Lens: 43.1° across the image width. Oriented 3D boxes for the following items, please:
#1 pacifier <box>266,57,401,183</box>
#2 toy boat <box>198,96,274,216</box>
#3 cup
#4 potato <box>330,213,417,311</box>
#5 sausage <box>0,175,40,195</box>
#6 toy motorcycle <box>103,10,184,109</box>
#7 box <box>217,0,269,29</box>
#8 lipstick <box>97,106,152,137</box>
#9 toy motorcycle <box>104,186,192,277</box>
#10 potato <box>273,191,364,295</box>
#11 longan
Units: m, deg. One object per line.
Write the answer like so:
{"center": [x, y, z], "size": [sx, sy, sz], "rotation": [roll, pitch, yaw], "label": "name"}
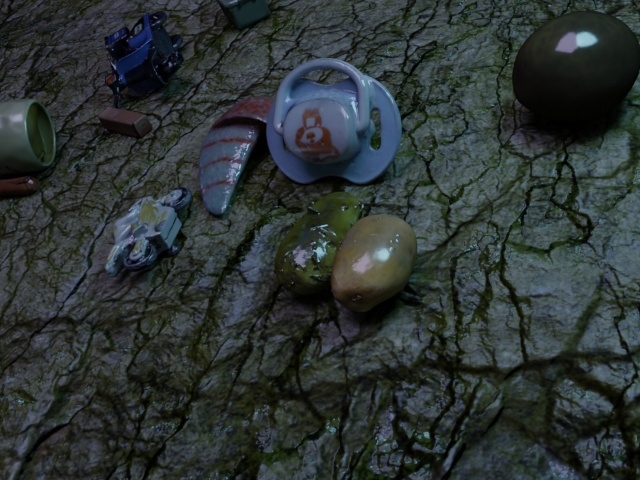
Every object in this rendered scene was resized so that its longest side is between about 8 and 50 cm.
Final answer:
{"center": [0.040, -0.219, 1.518], "size": [0.279, 0.227, 0.207], "rotation": [3, 5, 29], "label": "pacifier"}
{"center": [-0.180, -0.157, 1.617], "size": [0.206, 0.096, 0.282], "rotation": [-4, 54, 33], "label": "toy boat"}
{"center": [-0.743, -0.260, 1.912], "size": [0.202, 0.173, 0.255], "rotation": [-7, 38, 5], "label": "cup"}
{"center": [0.083, 0.031, 1.224], "size": [0.119, 0.109, 0.178], "rotation": [-16, 34, 42], "label": "potato"}
{"center": [-0.718, -0.125, 1.863], "size": [0.177, 0.040, 0.047], "rotation": [-1, 44, 27], "label": "sausage"}
{"center": [-0.455, -0.465, 2.074], "size": [0.213, 0.125, 0.358], "rotation": [-30, 36, 5], "label": "toy motorcycle"}
{"center": [-0.210, -0.638, 2.168], "size": [0.124, 0.092, 0.172], "rotation": [-28, 39, -7], "label": "box"}
{"center": [-0.462, -0.279, 1.910], "size": [0.145, 0.045, 0.045], "rotation": [16, 54, 39], "label": "lipstick"}
{"center": [-0.333, -0.019, 1.521], "size": [0.151, 0.074, 0.228], "rotation": [-4, 43, 26], "label": "toy motorcycle"}
{"center": [0.000, 0.000, 1.316], "size": [0.117, 0.090, 0.225], "rotation": [14, 46, 19], "label": "potato"}
{"center": [0.430, -0.294, 1.373], "size": [0.213, 0.198, 0.198], "rotation": [-2, 43, 25], "label": "longan"}
